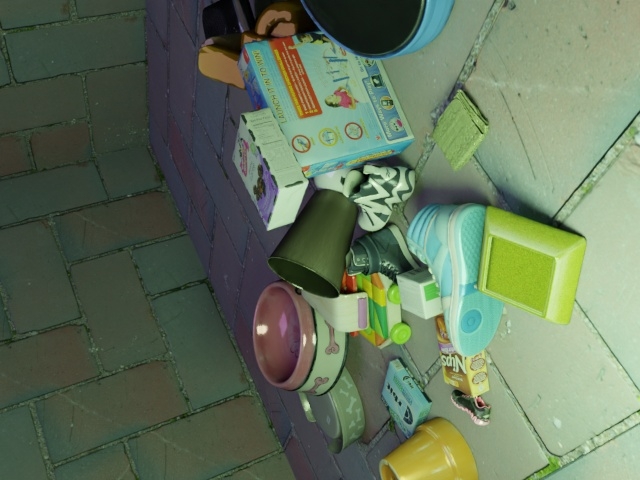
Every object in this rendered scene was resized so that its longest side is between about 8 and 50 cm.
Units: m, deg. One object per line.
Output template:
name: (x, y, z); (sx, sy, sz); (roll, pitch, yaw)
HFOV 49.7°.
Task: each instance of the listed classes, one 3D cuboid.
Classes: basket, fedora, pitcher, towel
basket: (0.000, 0.000, 1.735); (0.204, 0.226, 0.154); (33, 155, -20)
fedora: (-0.253, -0.586, 2.027); (0.334, 0.153, 0.333); (-18, -90, -89)
pitcher: (0.080, -0.172, 1.734); (0.177, 0.125, 0.207); (53, 143, 8)
towel: (0.273, -0.213, 1.353); (0.110, 0.027, 0.148); (63, 155, 21)

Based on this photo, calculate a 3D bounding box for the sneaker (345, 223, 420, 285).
sneaker: (0.155, 0.081, 1.665); (0.226, 0.164, 0.086); (62, 154, 22)

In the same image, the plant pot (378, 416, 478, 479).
plant pot: (0.259, 0.577, 1.740); (0.205, 0.188, 0.205); (47, 147, 46)

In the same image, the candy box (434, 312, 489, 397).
candy box: (0.316, 0.245, 1.549); (0.109, 0.053, 0.186); (18, 123, 63)

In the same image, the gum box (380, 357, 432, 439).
gum box: (0.232, 0.439, 1.898); (0.157, 0.041, 0.184); (55, 153, 36)

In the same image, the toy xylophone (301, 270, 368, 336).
toy xylophone: (0.024, 0.117, 1.920); (0.322, 0.081, 0.236); (47, 145, 48)

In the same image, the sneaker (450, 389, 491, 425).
sneaker: (0.348, 0.371, 1.585); (0.119, 0.047, 0.057); (36, 123, 50)

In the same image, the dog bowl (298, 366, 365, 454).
dog bowl: (0.034, 0.545, 2.358); (0.349, 0.102, 0.348); (49, 148, 45)

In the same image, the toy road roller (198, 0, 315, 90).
toy road roller: (-0.132, -0.505, 1.761); (0.330, 0.202, 0.240); (19, 117, 16)

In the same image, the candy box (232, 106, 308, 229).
candy box: (-0.109, -0.148, 1.438); (0.196, 0.070, 0.165); (63, 156, 21)

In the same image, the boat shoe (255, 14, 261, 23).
boat shoe: (-0.108, -0.531, 1.922); (0.257, 0.095, 0.095); (63, 156, 23)

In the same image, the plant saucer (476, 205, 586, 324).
plant saucer: (0.360, 0.054, 1.231); (0.188, 0.045, 0.188); (24, 131, 34)

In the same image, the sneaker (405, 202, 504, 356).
sneaker: (0.270, 0.068, 1.440); (0.208, 0.127, 0.318); (22, 116, 60)

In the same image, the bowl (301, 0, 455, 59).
bowl: (0.083, -0.531, 1.328); (0.391, 0.077, 0.391); (35, 147, 26)

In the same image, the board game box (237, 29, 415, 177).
board game box: (0.011, -0.309, 1.532); (0.308, 0.302, 0.086); (69, 158, 11)

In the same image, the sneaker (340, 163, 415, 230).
sneaker: (0.103, -0.107, 1.616); (0.235, 0.153, 0.094); (137, 144, -61)

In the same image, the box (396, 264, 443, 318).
box: (0.244, 0.112, 1.555); (0.102, 0.101, 0.087); (21, 126, 63)

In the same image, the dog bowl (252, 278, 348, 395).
dog bowl: (-0.082, 0.300, 2.228); (0.408, 0.151, 0.407); (-4, 85, 57)

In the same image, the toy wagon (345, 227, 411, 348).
toy wagon: (0.137, 0.115, 1.852); (0.267, 0.068, 0.344); (34, 136, 56)
